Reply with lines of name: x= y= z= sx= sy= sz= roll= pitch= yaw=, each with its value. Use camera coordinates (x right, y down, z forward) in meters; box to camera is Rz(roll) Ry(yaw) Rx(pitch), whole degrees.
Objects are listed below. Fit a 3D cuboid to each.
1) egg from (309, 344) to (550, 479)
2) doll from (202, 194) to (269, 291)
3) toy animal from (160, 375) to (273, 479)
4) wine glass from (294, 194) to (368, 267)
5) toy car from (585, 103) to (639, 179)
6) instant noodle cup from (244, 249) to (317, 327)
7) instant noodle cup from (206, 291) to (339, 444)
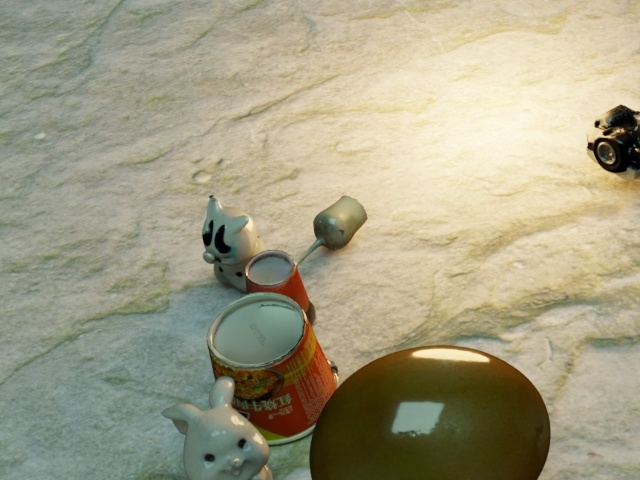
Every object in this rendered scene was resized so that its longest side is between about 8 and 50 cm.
egg: x=0.156 y=0.292 z=1.754 sx=0.351 sy=0.282 sz=0.282 roll=-12 pitch=43 yaw=-7
doll: x=-0.152 y=0.015 z=2.195 sx=0.110 sy=0.180 sz=0.107 roll=21 pitch=66 yaw=29
toy animal: x=-0.150 y=0.323 z=1.869 sx=0.127 sy=0.193 sz=0.178 roll=-25 pitch=37 yaw=-11
wine glass: x=0.000 y=0.000 z=2.235 sx=0.079 sy=0.079 sz=0.195 roll=28 pitch=58 yaw=34
toy car: x=0.626 y=-0.152 z=2.217 sx=0.193 sy=0.118 sz=0.301 roll=-30 pitch=45 yaw=-29
instant noodle cup: x=-0.077 y=0.092 z=2.117 sx=0.127 sy=0.135 sz=0.127 roll=-6 pitch=44 yaw=6
instant noodle cup: x=-0.085 y=0.196 z=1.985 sx=0.213 sy=0.174 sz=0.213 roll=-7 pitch=43 yaw=7
